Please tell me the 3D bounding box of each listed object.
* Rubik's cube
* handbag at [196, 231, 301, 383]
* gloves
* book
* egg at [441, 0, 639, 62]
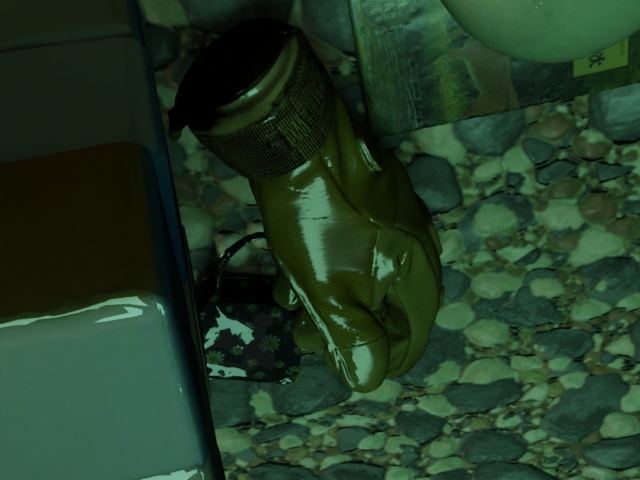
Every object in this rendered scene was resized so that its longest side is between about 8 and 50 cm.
[{"bbox_3d":[-0.242,0.071,0.555,0.347,0.344,0.347,-9,132,-7],"label":"Rubik's cube"},{"bbox_3d":[-0.062,0.052,0.832,0.115,0.072,0.139,9,116,-16],"label":"handbag"},{"bbox_3d":[0.012,-0.011,0.712,0.141,0.154,0.331,-38,128,-12],"label":"gloves"},{"bbox_3d":[0.137,-0.167,0.684,0.228,0.024,0.160,-11,129,3],"label":"book"},{"bbox_3d":[0.147,-0.222,0.526,0.186,0.186,0.253,2,127,-9],"label":"egg"}]
